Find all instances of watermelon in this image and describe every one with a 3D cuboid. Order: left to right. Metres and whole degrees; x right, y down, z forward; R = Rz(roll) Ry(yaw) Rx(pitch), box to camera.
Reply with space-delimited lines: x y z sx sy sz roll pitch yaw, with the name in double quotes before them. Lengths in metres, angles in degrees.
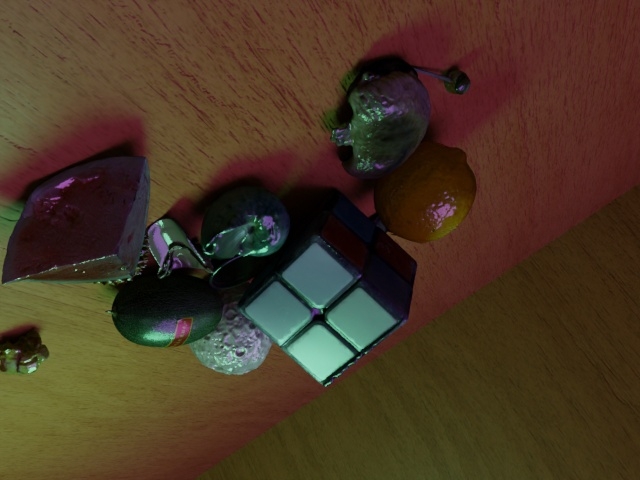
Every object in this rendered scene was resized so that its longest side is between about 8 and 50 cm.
"watermelon" -0.425 -0.013 1.186 0.260 0.176 0.255 -6 120 -5

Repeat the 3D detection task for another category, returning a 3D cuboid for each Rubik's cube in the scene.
"Rubik's cube" 0.026 0.115 1.682 0.316 0.313 0.318 -44 -171 24

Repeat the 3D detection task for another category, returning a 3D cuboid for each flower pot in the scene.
"flower pot" -0.218 0.034 1.614 0.158 0.106 0.157 -24 157 -11

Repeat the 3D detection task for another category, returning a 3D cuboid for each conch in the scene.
"conch" -0.167 -0.035 1.491 0.196 0.134 0.202 -34 143 13

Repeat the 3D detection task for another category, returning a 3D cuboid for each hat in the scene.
"hat" -0.307 0.011 1.478 0.147 0.085 0.175 -2 128 17

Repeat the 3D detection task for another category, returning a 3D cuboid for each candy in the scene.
"candy" 0.265 -0.372 1.494 0.203 0.061 0.061 3 139 -40

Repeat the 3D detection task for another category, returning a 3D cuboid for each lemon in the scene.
"lemon" 0.265 -0.122 1.724 0.254 0.253 0.310 -3 144 -49

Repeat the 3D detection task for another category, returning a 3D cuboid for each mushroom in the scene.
"mushroom" 0.135 -0.248 1.471 0.248 0.130 0.344 -26 156 -24

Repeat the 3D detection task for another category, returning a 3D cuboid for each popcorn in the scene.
"popcorn" -0.687 0.262 1.517 0.109 0.089 0.097 -25 -168 5

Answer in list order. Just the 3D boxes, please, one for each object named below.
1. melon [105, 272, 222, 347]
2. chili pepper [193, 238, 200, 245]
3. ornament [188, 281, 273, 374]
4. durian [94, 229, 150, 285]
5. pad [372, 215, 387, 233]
"melon" -0.375 0.167 1.583 0.288 0.182 0.182 3 140 -33
"chili pepper" -0.325 0.030 1.570 0.091 0.030 0.034 -31 136 -7
"ornament" -0.245 0.230 1.794 0.225 0.259 0.259 24 130 -17
"durian" -0.415 0.019 1.325 0.187 0.119 0.108 -15 155 -31
"pad" 0.134 0.026 2.043 0.233 0.022 0.174 -54 159 -8
